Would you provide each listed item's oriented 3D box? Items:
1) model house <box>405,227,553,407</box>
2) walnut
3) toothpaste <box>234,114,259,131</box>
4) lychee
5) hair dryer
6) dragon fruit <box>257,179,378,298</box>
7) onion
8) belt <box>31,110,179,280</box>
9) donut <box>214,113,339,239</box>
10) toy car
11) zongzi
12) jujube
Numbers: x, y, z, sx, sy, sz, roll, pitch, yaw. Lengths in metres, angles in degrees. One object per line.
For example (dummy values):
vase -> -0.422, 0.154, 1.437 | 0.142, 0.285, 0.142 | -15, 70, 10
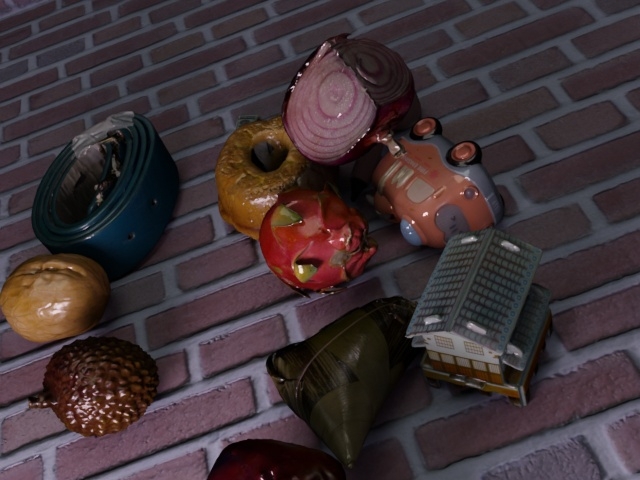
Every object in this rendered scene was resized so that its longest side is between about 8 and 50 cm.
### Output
model house -> 0.265, 0.131, 1.425 | 0.198, 0.215, 0.224 | 8, 50, 31
walnut -> -0.549, 0.118, 1.796 | 0.221, 0.195, 0.195 | -5, 44, 7
toothpaste -> -0.200, -0.242, 2.130 | 0.062, 0.039, 0.239 | -4, 43, 13
lychee -> -0.415, 0.270, 1.579 | 0.238, 0.200, 0.200 | -16, 37, -28
hair dryer -> 0.123, -0.241, 1.918 | 0.106, 0.189, 0.344 | 8, 64, 25
dragon fruit -> -0.004, 0.000, 1.668 | 0.224, 0.224, 0.227 | -40, 51, -19
onion -> 0.065, -0.275, 1.762 | 0.256, 0.273, 0.230 | -18, 2, 30
belt -> -0.502, -0.109, 2.017 | 0.300, 0.173, 0.437 | -10, 43, 17
donut -> -0.097, -0.147, 1.910 | 0.299, 0.150, 0.317 | -33, 43, -16
toy car -> 0.221, -0.095, 1.716 | 0.212, 0.180, 0.270 | -41, 44, -6
zongzi -> 0.096, 0.227, 1.408 | 0.289, 0.154, 0.317 | -31, 28, -12
jujube -> -0.060, 0.451, 1.207 | 0.258, 0.258, 0.377 | -19, 49, 3
